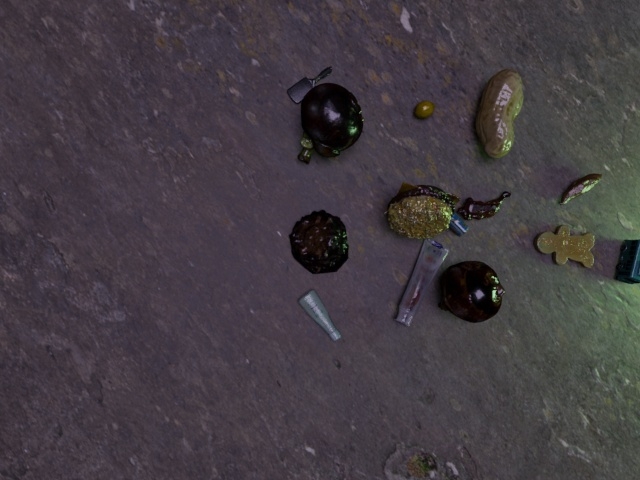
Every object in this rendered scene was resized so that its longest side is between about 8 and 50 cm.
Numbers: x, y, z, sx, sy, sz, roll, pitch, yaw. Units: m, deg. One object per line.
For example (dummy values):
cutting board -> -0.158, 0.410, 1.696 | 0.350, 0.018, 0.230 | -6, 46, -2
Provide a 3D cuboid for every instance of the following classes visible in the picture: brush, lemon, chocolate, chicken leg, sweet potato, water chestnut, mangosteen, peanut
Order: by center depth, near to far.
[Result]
chocolate -> 0.000, 0.000, 1.437 | 0.206, 0.177, 0.225 | -5, 87, -6
mangosteen -> 0.009, -0.387, 1.448 | 0.289, 0.231, 0.231 | -40, 92, 20
water chestnut -> 0.514, 0.182, 1.481 | 0.223, 0.238, 0.224 | 20, 49, -24
brush -> -0.031, -0.570, 1.537 | 0.193, 0.016, 0.063 | -38, 92, -6
peanut -> 0.650, -0.456, 1.541 | 0.153, 0.140, 0.326 | 7, 89, -22
lemon -> 0.381, -0.478, 1.551 | 0.083, 0.062, 0.062 | -23, 90, -6
chicken leg -> 0.605, -0.125, 1.565 | 0.218, 0.048, 0.090 | -11, 92, -6
sweet potato -> 0.975, -0.199, 1.598 | 0.205, 0.068, 0.060 | -37, 67, -1

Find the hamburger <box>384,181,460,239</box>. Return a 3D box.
hamburger -> 0.346, -0.086, 1.450 | 0.261, 0.243, 0.139 | 7, 63, -3

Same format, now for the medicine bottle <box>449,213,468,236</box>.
medicine bottle -> 0.456, -0.096, 1.548 | 0.191, 0.051, 0.051 | 45, 84, -2

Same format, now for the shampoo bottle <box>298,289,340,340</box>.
shampoo bottle -> 0.002, 0.268, 1.492 | 0.069, 0.041, 0.191 | -36, 92, -11

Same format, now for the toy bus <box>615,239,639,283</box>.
toy bus -> 1.179, 0.081, 1.591 | 0.079, 0.092, 0.160 | 17, 86, -3

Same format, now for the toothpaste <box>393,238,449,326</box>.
toothpaste -> 0.356, 0.149, 1.524 | 0.100, 0.066, 0.323 | 27, 81, 1

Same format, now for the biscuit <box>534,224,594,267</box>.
biscuit -> 0.917, 0.019, 1.599 | 0.234, 0.030, 0.153 | 6, 86, -5
